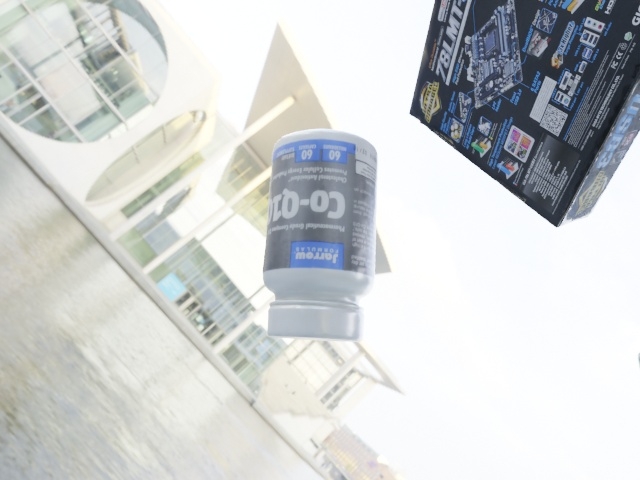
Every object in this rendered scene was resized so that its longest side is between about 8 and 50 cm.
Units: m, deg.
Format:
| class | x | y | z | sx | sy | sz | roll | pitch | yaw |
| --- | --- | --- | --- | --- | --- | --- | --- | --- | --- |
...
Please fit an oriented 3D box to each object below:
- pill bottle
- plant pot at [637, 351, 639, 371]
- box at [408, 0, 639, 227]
| class | x | y | z | sx | sy | sz | roll | pitch | yaw |
| --- | --- | --- | --- | --- | --- | --- | --- | --- | --- |
| pill bottle | 0.000 | 0.000 | 0.363 | 0.078 | 0.137 | 0.078 | 3 | -13 | 1 |
| plant pot | 0.501 | 0.185 | 0.552 | 0.247 | 0.248 | 0.252 | 19 | 33 | -46 |
| box | 0.243 | -0.216 | 0.608 | 0.293 | 0.073 | 0.296 | 51 | -34 | 39 |
